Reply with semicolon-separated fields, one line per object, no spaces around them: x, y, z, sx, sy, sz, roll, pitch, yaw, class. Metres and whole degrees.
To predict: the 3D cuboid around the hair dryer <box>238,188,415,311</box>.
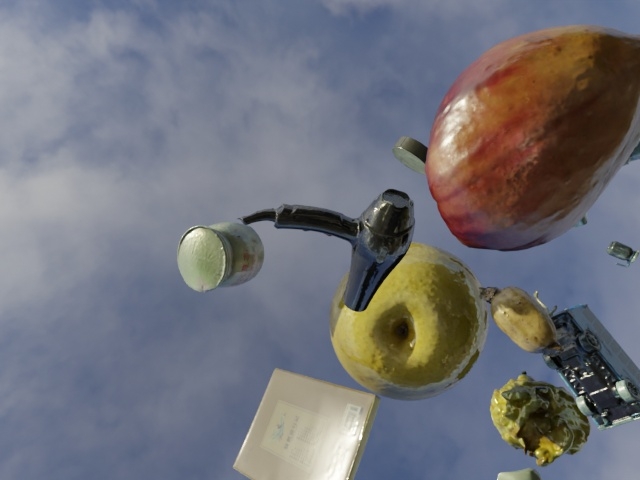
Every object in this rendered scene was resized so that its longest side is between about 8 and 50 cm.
0.000;0.000;0.721;0.272;0.235;0.091;16;-144;-3;hair dryer

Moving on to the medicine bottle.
-0.219;0.033;0.982;0.147;0.143;0.147;3;-84;28;medicine bottle

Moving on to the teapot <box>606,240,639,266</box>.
0.961;0.043;1.421;0.083;0.049;0.063;30;-93;27;teapot

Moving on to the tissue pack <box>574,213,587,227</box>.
0.689;-0.183;1.303;0.263;0.089;0.177;46;-135;-25;tissue pack

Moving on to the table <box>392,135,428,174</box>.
0.280;-0.252;1.329;0.133;0.133;0.043;36;-93;-6;table

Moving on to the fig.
0.231;-0.114;0.509;0.224;0.224;0.263;20;-67;-9;fig

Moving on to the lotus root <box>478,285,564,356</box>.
0.304;0.117;0.686;0.063;0.152;0.072;-13;-49;-32;lotus root

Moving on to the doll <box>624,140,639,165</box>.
0.687;-0.207;1.026;0.180;0.120;0.075;-13;-77;-18;doll

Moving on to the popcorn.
0.518;0.418;1.059;0.218;0.189;0.169;6;-88;31;popcorn

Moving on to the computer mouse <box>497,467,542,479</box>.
0.465;0.568;1.041;0.110;0.032;0.055;-9;-107;5;computer mouse

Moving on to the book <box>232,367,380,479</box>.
-0.038;0.367;0.839;0.021;0.310;0.216;38;-116;-31;book

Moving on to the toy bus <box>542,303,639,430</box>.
0.445;0.199;0.735;0.106;0.090;0.184;-15;-114;-42;toy bus

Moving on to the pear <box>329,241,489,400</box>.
0.191;0.169;0.972;0.349;0.348;0.348;1;-96;-11;pear

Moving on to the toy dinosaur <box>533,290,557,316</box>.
0.543;0.200;1.049;0.037;0.058;0.180;15;-121;-12;toy dinosaur
